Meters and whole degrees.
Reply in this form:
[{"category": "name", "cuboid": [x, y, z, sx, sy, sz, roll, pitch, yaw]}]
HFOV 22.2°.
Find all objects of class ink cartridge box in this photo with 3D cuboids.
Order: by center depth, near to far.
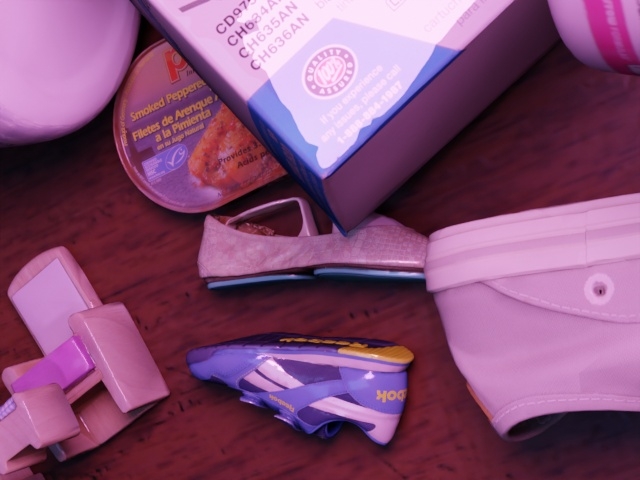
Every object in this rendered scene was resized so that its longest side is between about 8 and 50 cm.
[{"category": "ink cartridge box", "cuboid": [-0.009, -0.153, 0.822, 0.171, 0.168, 0.233, -43, 80, -1]}]

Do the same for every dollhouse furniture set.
[{"category": "dollhouse furniture set", "cuboid": [-0.311, 0.107, 0.966, 0.286, 0.303, 0.198, -38, 79, 25]}]

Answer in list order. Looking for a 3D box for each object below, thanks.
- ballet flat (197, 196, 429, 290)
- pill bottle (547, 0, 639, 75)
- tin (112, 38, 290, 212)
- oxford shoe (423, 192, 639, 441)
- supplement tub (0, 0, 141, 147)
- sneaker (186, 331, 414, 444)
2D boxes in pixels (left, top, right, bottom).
[{"category": "ballet flat", "cuboid": [0.000, 0.000, 0.936, 0.168, 0.057, 0.052, -3, 84, 27]}, {"category": "pill bottle", "cuboid": [0.226, -0.127, 0.535, 0.283, 0.160, 0.160, 7, 98, 26]}, {"category": "tin", "cuboid": [-0.037, -0.086, 0.956, 0.189, 0.040, 0.106, -23, 89, 27]}, {"category": "oxford shoe", "cuboid": [0.253, 0.024, 0.749, 0.449, 0.169, 0.130, -10, 88, 35]}, {"category": "supplement tub", "cuboid": [-0.294, -0.146, 0.981, 0.338, 0.207, 0.207, -4, 94, 31]}, {"category": "sneaker", "cuboid": [-0.016, 0.086, 0.953, 0.144, 0.053, 0.059, 4, 99, 28]}]
